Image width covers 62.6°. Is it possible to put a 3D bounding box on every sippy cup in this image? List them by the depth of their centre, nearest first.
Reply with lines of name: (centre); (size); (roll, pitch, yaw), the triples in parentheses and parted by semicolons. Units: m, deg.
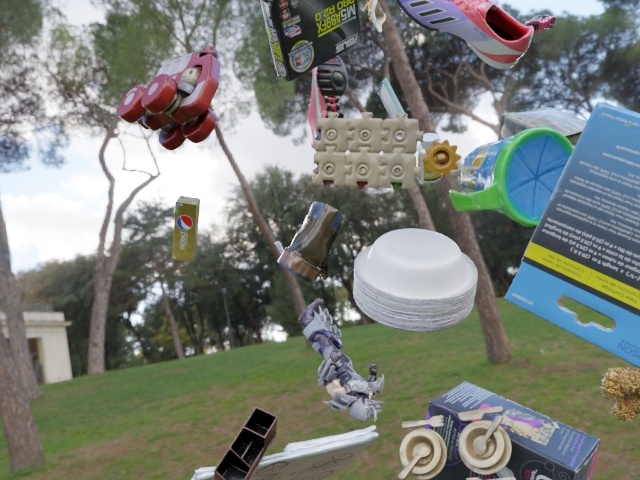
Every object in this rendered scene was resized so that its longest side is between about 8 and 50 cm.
sippy cup: (0.484, -0.164, 1.341); (0.306, 0.240, 0.224); (12, 4, -21)

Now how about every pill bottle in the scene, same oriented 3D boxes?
pill bottle: (0.276, -0.210, 1.337); (0.065, 0.065, 0.116); (-13, -54, -5)

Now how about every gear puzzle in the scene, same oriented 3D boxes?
gear puzzle: (0.150, -0.202, 1.209); (0.339, 0.175, 0.044); (4, 2, 14)

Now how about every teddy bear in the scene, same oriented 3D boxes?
teddy bear: (0.932, 0.384, 1.413); (0.338, 0.245, 0.113); (-11, 13, 11)

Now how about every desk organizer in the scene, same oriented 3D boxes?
desk organizer: (-0.118, 0.338, 0.846); (0.130, 0.047, 0.050); (-53, -22, -47)

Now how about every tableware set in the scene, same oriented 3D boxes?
tableware set: (0.220, 0.351, 0.888); (0.194, 0.128, 0.039); (-18, -42, 23)

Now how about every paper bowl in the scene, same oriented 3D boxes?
paper bowl: (0.220, 0.073, 1.227); (0.284, 0.148, 0.284); (-1, 27, 0)

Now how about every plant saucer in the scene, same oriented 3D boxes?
plant saucer: (0.226, -0.404, 1.617); (0.018, 0.192, 0.067); (-17, -18, -18)

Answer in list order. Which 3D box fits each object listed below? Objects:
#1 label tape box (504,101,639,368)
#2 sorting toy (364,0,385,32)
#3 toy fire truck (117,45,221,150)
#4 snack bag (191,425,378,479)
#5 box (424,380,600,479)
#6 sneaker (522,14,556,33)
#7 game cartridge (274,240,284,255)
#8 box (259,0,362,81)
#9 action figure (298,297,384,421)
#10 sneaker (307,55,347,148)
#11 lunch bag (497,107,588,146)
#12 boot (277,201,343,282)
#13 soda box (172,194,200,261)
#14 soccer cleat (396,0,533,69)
label tape box: (0.468, -0.009, 0.795); (0.241, 0.333, 0.106); (30, 23, 28)
sorting toy: (0.163, -0.656, 1.551); (0.045, 0.075, 0.083); (-15, -19, 22)
toy fire truck: (-0.370, -0.394, 1.376); (0.302, 0.253, 0.169); (-2, -27, 43)
snack bag: (-0.085, 0.453, 1.038); (0.343, 0.037, 0.323); (-6, -32, -18)
box: (0.339, 0.400, 0.970); (0.270, 0.165, 0.143); (18, 17, 40)
sneaker: (0.685, -0.692, 1.669); (0.119, 0.057, 0.047); (-16, -41, -15)
game cartridge: (-0.107, 0.028, 1.453); (0.017, 0.056, 0.083); (-33, -5, -5)
box: (-0.016, -0.576, 1.376); (0.270, 0.060, 0.216); (-35, -43, -23)
action figure: (0.043, 0.260, 1.097); (0.099, 0.285, 0.185); (-42, -45, 7)
sneaker: (0.000, -0.418, 1.604); (0.116, 0.313, 0.136); (-4, 3, -36)
lunch bag: (0.721, -0.303, 1.603); (0.287, 0.168, 0.235); (-14, 34, -23)
boot: (0.000, 0.000, 0.806); (0.106, 0.082, 0.219); (-58, -1, 4)
soda box: (-0.385, -0.033, 1.510); (0.061, 0.181, 0.058); (8, 24, -5)
soccer cleat: (0.310, -0.494, 1.138); (0.108, 0.318, 0.116); (-56, -2, -12)
